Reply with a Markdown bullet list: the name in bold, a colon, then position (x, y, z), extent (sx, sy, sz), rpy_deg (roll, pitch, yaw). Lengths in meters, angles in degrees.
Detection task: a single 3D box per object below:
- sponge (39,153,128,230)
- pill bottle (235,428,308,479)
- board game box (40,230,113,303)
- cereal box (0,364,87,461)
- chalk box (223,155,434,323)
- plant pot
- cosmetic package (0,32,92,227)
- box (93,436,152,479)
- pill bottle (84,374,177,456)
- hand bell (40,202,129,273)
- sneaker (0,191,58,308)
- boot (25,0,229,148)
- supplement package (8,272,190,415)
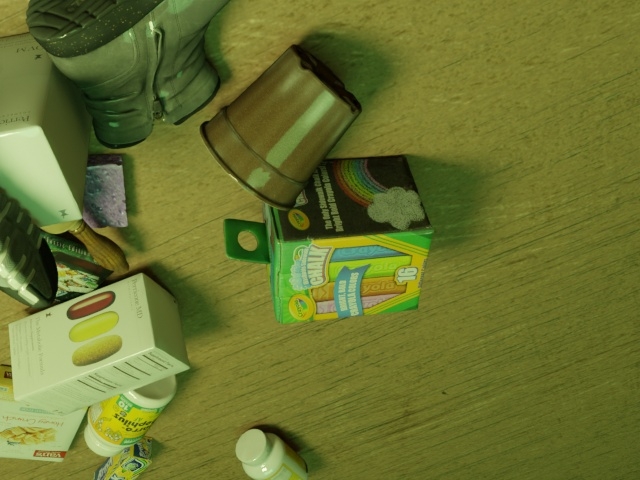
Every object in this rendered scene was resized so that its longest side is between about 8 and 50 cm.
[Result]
- **sponge**: position (-0.386, -0.066, 1.054), extent (0.209, 0.031, 0.117), rpy_deg (-3, 133, -10)
- **pill bottle**: position (-0.108, 0.485, 1.606), extent (0.103, 0.103, 0.184), rpy_deg (-25, 134, 11)
- **board game box**: position (-0.455, 0.026, 1.100), extent (0.259, 0.030, 0.136), rpy_deg (25, 135, -39)
- **cereal box**: position (-0.547, 0.336, 1.393), extent (0.172, 0.047, 0.240), rpy_deg (13, 129, -24)
- **chalk box**: position (0.000, 0.000, 1.110), extent (0.288, 0.180, 0.179), rpy_deg (-4, 134, -8)
- **plant pot**: position (-0.043, -0.155, 0.970), extent (0.167, 0.167, 0.165), rpy_deg (32, 112, -36)
- **cosmetic package**: position (-0.402, -0.121, 0.860), extent (0.223, 0.225, 0.138), rpy_deg (-12, 135, -3)
- **box**: position (-0.421, 0.482, 1.557), extent (0.054, 0.059, 0.169), rpy_deg (25, 123, -30)
- **pill bottle**: position (-0.361, 0.310, 1.365), extent (0.117, 0.118, 0.208), rpy_deg (20, 126, -29)
- **hand bell**: position (-0.338, -0.018, 1.037), extent (0.126, 0.126, 0.242), rpy_deg (-22, 146, 8)
- **sneaker**: position (-0.388, -0.003, 0.769), extent (0.132, 0.086, 0.229), rpy_deg (-22, 122, 13)
- **boot**: position (-0.156, -0.260, 0.879), extent (0.338, 0.118, 0.223), rpy_deg (-26, 152, -3)
- **supplement package**: position (-0.359, 0.172, 1.199), extent (0.243, 0.139, 0.134), rpy_deg (-21, 152, 6)
